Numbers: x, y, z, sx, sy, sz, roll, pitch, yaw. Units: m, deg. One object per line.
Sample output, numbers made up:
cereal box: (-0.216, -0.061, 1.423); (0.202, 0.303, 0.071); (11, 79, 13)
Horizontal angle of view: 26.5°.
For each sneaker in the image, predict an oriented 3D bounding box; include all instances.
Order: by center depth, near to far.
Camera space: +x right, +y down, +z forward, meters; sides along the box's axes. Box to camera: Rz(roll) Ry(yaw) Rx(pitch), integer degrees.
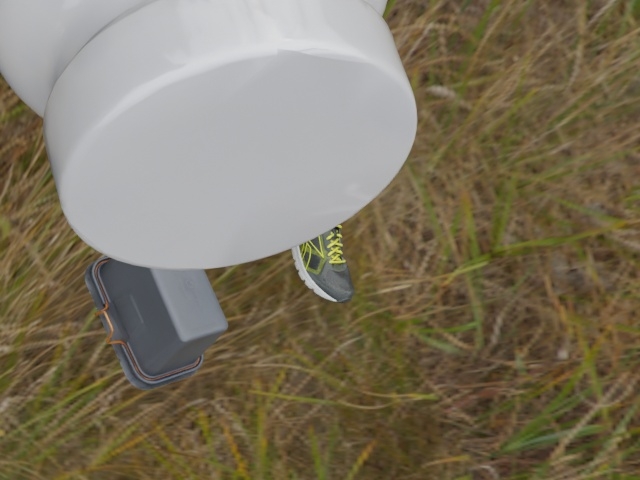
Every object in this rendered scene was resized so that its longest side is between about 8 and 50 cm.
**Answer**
sneaker: (0.000, 0.000, 0.847); (0.031, 0.035, 0.083); (-8, 63, -50)

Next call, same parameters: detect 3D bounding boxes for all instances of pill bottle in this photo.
pill bottle: (-0.061, -0.130, 0.520); (0.153, 0.153, 0.264); (-7, 58, -17)

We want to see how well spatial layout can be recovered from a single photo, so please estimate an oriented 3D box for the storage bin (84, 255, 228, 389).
storage bin: (-0.151, 0.057, 1.256); (0.098, 0.091, 0.135); (-15, 74, -40)
